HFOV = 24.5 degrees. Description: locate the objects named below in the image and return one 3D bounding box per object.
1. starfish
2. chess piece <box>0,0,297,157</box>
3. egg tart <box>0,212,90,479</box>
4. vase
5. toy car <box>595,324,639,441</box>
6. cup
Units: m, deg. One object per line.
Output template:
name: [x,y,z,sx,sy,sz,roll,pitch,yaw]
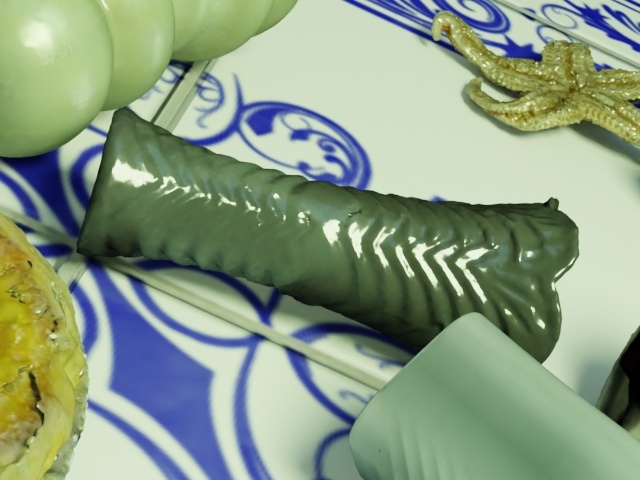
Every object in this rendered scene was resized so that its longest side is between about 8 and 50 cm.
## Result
starfish: [0.176,-0.115,1.047,0.209,0.053,0.150,25,30,2]
chess piece: [-0.122,-0.132,0.820,0.144,0.144,0.251,32,41,8]
egg tart: [-0.205,0.046,0.563,0.234,0.094,0.234,18,33,-12]
vase: [0.000,0.000,0.751,0.237,0.115,0.115,17,36,-9]
toy car: [0.252,0.118,0.716,0.158,0.172,0.235,17,30,-41]
cup: [0.077,0.120,0.650,0.128,0.095,0.129,-42,63,-12]
